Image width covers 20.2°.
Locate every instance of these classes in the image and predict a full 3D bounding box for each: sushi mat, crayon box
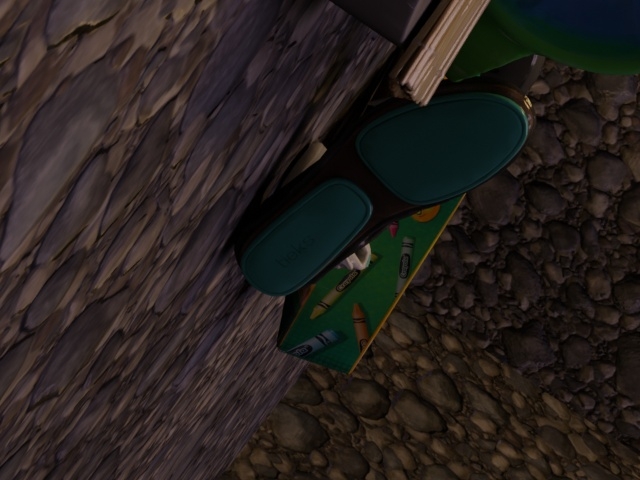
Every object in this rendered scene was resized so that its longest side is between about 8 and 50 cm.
[{"bbox_3d":[0.135,-0.212,1.030,0.316,0.019,0.151,-56,176,5],"label":"sushi mat"},{"bbox_3d":[0.053,-0.027,1.661,0.165,0.081,0.278,-80,-166,-46],"label":"crayon box"}]

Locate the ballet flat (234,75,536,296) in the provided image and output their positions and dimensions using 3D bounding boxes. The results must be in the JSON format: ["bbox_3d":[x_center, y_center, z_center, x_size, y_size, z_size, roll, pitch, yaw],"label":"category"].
[{"bbox_3d":[0.044,-0.059,1.370,0.280,0.095,0.096,-31,-158,27],"label":"ballet flat"}]

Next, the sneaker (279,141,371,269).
[{"bbox_3d":[0.000,0.000,1.536,0.080,0.094,0.212,-55,176,-24],"label":"sneaker"}]

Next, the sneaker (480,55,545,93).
[{"bbox_3d":[0.157,-0.227,1.640,0.139,0.125,0.341,-16,152,-38],"label":"sneaker"}]

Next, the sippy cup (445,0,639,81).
[{"bbox_3d":[0.199,-0.244,1.230,0.224,0.305,0.240,-79,160,-76],"label":"sippy cup"}]

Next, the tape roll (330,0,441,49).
[{"bbox_3d":[0.077,-0.215,0.983,0.219,0.072,0.219,-54,175,-7],"label":"tape roll"}]
